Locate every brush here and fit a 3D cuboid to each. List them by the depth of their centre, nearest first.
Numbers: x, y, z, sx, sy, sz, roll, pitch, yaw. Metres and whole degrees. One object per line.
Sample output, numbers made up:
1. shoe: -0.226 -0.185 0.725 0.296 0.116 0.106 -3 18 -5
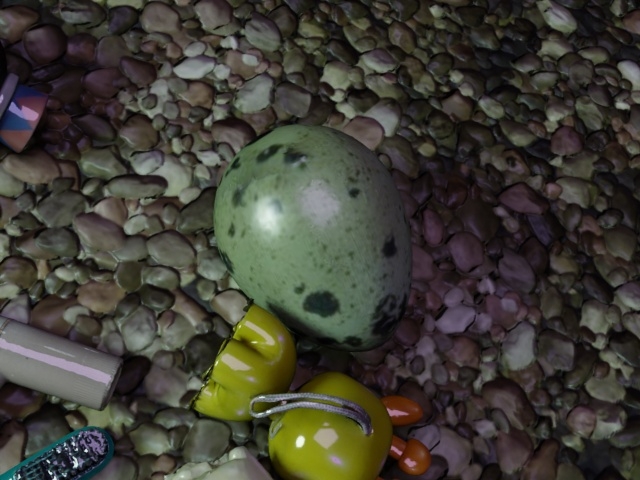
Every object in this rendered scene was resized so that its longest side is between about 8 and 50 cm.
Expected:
1. brush: -0.263 0.215 0.688 0.193 0.032 0.043 -29 76 -25

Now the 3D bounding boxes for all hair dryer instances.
1. hair dryer: -0.295 0.169 0.689 0.195 0.053 0.220 19 64 -4

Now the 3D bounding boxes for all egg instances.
1. egg: 0.000 0.000 0.771 0.177 0.177 0.228 -33 92 -24

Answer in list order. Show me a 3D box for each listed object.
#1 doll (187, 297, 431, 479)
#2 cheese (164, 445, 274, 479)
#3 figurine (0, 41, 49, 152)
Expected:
1. doll: -0.001 0.156 0.722 0.221 0.135 0.143 35 49 -1
2. cheese: -0.134 0.288 0.638 0.266 0.127 0.233 -23 71 -25
3. figurine: -0.397 -0.155 0.761 0.276 0.161 0.158 8 88 -9
